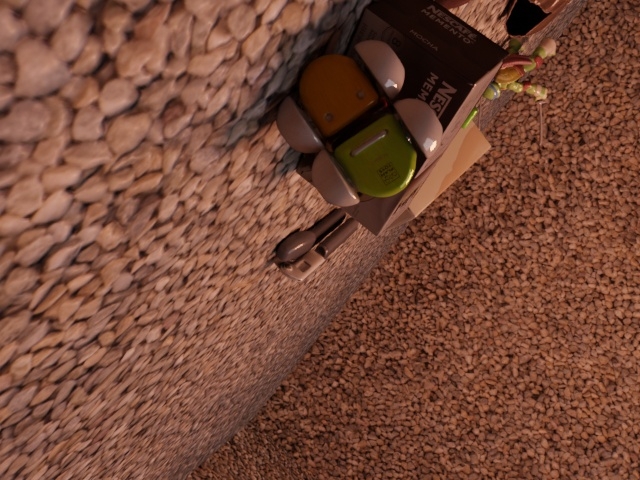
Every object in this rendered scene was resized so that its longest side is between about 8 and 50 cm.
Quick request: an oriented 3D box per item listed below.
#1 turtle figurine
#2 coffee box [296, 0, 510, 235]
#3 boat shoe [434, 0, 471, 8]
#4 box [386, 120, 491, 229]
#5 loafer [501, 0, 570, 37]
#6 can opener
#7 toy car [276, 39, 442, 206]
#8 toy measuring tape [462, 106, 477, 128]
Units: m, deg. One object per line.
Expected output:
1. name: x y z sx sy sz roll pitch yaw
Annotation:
1. turtle figurine: 0.555 -0.454 1.769 0.266 0.274 0.198 -52 -155 -16
2. coffee box: 0.102 -0.171 0.860 0.119 0.168 0.297 -42 167 -41
3. boat shoe: 0.290 -0.443 0.882 0.342 0.123 0.123 -43 177 -18
4. box: 0.257 -0.173 1.506 0.311 0.121 0.148 -41 -174 -24
5. loafer: 0.508 -0.559 1.333 0.130 0.134 0.366 -48 170 -16
6. can opener: 0.000 0.000 1.298 0.280 0.074 0.093 -37 163 -53
7. toy car: 0.048 -0.135 0.743 0.159 0.182 0.136 -34 179 9
8. toy measuring tape: 0.260 -0.326 1.291 0.121 0.121 0.330 -56 -169 30
